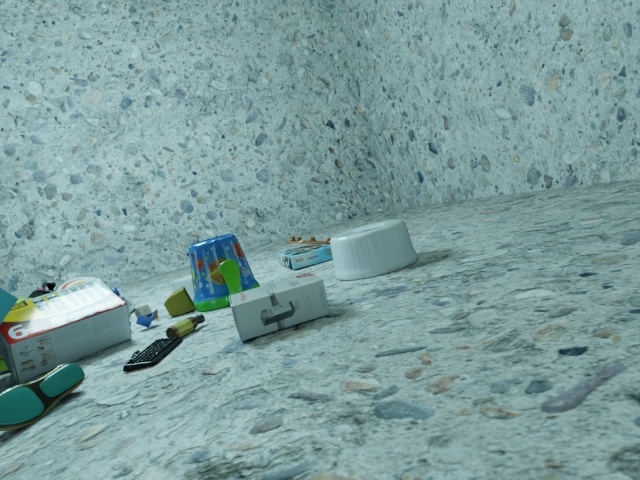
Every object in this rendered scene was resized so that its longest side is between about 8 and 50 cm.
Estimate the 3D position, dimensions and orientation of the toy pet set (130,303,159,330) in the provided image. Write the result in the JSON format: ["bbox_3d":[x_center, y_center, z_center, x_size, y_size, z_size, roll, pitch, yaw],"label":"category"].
[{"bbox_3d":[-0.571,0.265,1.586,0.122,0.065,0.114,-16,-30,-45],"label":"toy pet set"}]

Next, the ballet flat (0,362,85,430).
[{"bbox_3d":[-0.562,0.316,0.948,0.073,0.080,0.232,-42,-6,18],"label":"ballet flat"}]

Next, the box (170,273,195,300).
[{"bbox_3d":[-0.488,0.179,1.948,0.130,0.091,0.170,-11,6,32],"label":"box"}]

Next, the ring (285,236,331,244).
[{"bbox_3d":[0.000,0.000,2.306,0.336,0.032,0.336,2,2,0],"label":"ring"}]

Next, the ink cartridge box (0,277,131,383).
[{"bbox_3d":[-0.761,0.233,1.407,0.271,0.130,0.309,24,31,39],"label":"ink cartridge box"}]

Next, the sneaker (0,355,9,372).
[{"bbox_3d":[-0.893,0.329,1.502,0.240,0.091,0.126,-16,4,-18],"label":"sneaker"}]

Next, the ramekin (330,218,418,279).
[{"bbox_3d":[0.163,0.024,1.561,0.277,0.135,0.277,-15,5,1],"label":"ramekin"}]

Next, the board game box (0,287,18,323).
[{"bbox_3d":[-0.934,0.277,1.196,0.253,0.079,0.336,-10,46,34],"label":"board game box"}]

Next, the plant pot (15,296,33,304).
[{"bbox_3d":[-1.225,0.314,1.840,0.253,0.276,0.276,-2,6,1],"label":"plant pot"}]

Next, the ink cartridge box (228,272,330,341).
[{"bbox_3d":[-0.103,0.154,1.170,0.217,0.092,0.158,-14,5,-11],"label":"ink cartridge box"}]

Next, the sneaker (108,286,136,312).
[{"bbox_3d":[-0.821,0.245,1.962,0.111,0.131,0.296,-18,5,-20],"label":"sneaker"}]

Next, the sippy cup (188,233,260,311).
[{"bbox_3d":[-0.345,0.101,1.669,0.305,0.224,0.240,-12,5,32],"label":"sippy cup"}]

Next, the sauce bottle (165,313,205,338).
[{"bbox_3d":[-0.366,0.234,1.328,0.042,0.042,0.128,-12,4,26],"label":"sauce bottle"}]

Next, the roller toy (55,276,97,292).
[{"bbox_3d":[-1.006,0.257,2.061,0.191,0.146,0.209,18,31,26],"label":"roller toy"}]

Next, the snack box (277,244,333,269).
[{"bbox_3d":[-0.070,0.067,2.141,0.187,0.060,0.322,-14,5,-15],"label":"snack box"}]

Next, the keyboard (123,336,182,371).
[{"bbox_3d":[-0.415,0.271,1.174,0.108,0.023,0.180,-14,5,6],"label":"keyboard"}]

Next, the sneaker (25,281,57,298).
[{"bbox_3d":[-1.242,0.296,2.168,0.482,0.202,0.185,-17,5,-22],"label":"sneaker"}]

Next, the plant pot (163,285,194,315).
[{"bbox_3d":[-0.487,0.216,1.663,0.083,0.082,0.081,-29,8,-11],"label":"plant pot"}]
